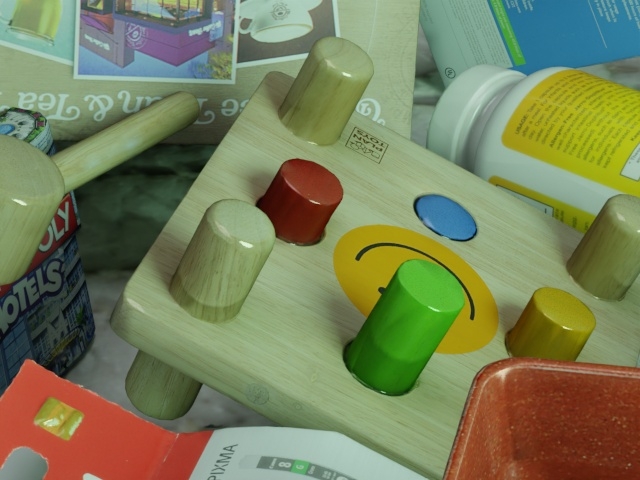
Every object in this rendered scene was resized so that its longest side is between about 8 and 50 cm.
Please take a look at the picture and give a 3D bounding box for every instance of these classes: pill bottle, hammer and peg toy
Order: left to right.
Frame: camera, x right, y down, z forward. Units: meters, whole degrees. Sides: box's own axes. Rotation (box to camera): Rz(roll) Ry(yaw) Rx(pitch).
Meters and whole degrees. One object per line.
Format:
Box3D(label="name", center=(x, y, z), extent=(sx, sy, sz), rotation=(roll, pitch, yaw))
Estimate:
Box3D(label="hammer and peg toy", center=(0.000, 0.000, 1.024), extent=(0.361, 0.127, 0.266), rotation=(29, 35, 1))
Box3D(label="pill bottle", center=(0.169, -0.039, 1.209), extent=(0.117, 0.118, 0.208), rotation=(-29, 39, -36))

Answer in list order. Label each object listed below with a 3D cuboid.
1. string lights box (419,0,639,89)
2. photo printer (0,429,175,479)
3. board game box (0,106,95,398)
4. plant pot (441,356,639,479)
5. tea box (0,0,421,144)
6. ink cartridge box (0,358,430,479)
Box3D(label="string lights box", center=(0.188, -0.195, 1.372), extent=(0.259, 0.133, 0.077), rotation=(-8, 23, 36))
Box3D(label="photo printer", center=(-0.175, 0.177, 0.880), extent=(0.256, 0.107, 0.307), rotation=(5, 28, 21))
Box3D(label="board game box", center=(-0.194, 0.012, 1.088), extent=(0.060, 0.194, 0.194), rotation=(8, 33, 27))
Box3D(label="plant pot", center=(0.165, 0.219, 0.663), extent=(0.267, 0.236, 0.267), rotation=(4, 32, 15))
Box3D(label="tea box", center=(-0.121, -0.197, 1.297), extent=(0.329, 0.220, 0.323), rotation=(1, 16, -12))
Box3D(label="ink cartridge box", center=(-0.047, 0.131, 0.813), extent=(0.224, 0.056, 0.181), rotation=(29, 33, -1))
